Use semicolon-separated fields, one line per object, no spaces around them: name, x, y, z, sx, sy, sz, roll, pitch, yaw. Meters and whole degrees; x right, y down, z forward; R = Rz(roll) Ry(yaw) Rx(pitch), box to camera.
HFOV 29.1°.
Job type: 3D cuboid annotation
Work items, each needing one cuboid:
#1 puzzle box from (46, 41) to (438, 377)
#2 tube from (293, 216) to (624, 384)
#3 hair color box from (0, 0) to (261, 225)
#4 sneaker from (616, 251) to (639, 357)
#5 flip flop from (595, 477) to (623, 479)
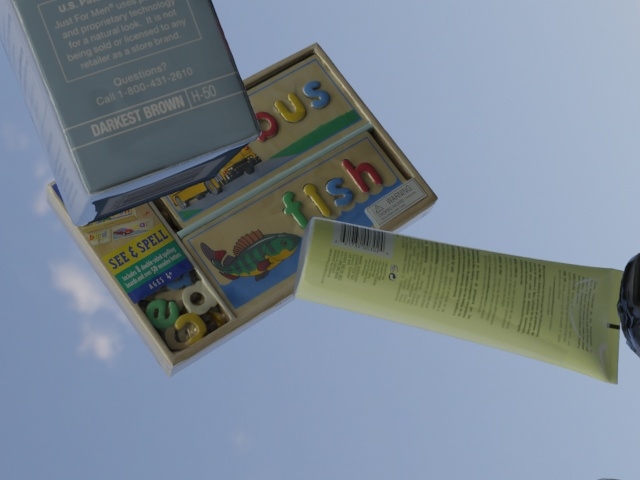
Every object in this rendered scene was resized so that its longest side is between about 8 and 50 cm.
puzzle box;-0.091;-0.051;1.517;0.409;0.052;0.272;-32;-104;-22
tube;0.102;0.039;0.888;0.062;0.240;0.070;-95;17;-76
hair color box;-0.168;-0.208;0.777;0.114;0.185;0.374;-22;-89;-15
sneaker;0.216;-0.016;0.426;0.135;0.276;0.097;27;-139;-26
flip flop;0.211;0.334;1.028;0.080;0.112;0.277;20;-87;-82
